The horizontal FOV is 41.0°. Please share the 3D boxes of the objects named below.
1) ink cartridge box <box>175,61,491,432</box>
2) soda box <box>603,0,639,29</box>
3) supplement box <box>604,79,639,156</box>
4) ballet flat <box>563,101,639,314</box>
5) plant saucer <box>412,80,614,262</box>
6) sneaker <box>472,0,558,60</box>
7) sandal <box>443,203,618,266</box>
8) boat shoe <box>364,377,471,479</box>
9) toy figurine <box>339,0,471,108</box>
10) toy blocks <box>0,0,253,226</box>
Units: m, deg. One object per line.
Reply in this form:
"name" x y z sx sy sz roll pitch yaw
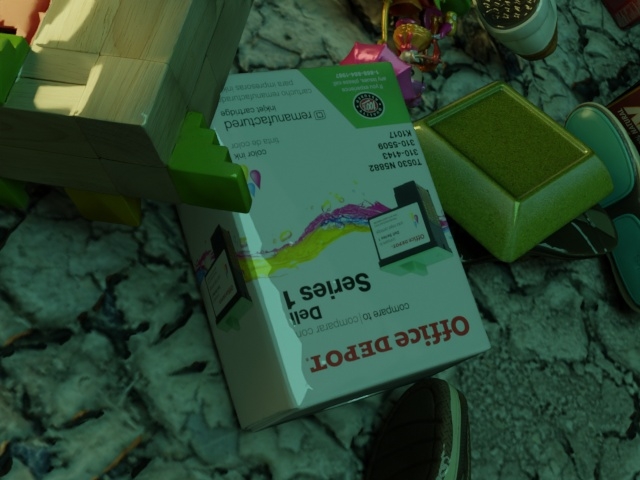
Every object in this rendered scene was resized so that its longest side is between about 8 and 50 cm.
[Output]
"ink cartridge box" 0.000 0.000 0.742 0.201 0.117 0.278 -11 77 -30
"soda box" 0.370 -0.409 1.102 0.092 0.083 0.263 -31 88 -31
"supplement box" 0.459 -0.166 0.994 0.194 0.191 0.129 -35 89 -31
"ballet flat" 0.340 -0.035 0.962 0.086 0.086 0.249 -9 77 -29
"plant saucer" 0.184 -0.088 0.868 0.188 0.045 0.188 -30 62 -32
"sneaker" 0.203 -0.331 0.999 0.123 0.105 0.290 28 46 -54
"sandal" 0.201 -0.006 0.888 0.219 0.060 0.090 -10 69 -15
"boat shoe" 0.089 0.250 0.723 0.095 0.095 0.258 29 66 -31
"toy figurine" 0.080 -0.200 0.882 0.173 0.130 0.159 22 75 -46
"toy blocks" -0.208 -0.181 0.635 0.381 0.191 0.261 9 64 11
